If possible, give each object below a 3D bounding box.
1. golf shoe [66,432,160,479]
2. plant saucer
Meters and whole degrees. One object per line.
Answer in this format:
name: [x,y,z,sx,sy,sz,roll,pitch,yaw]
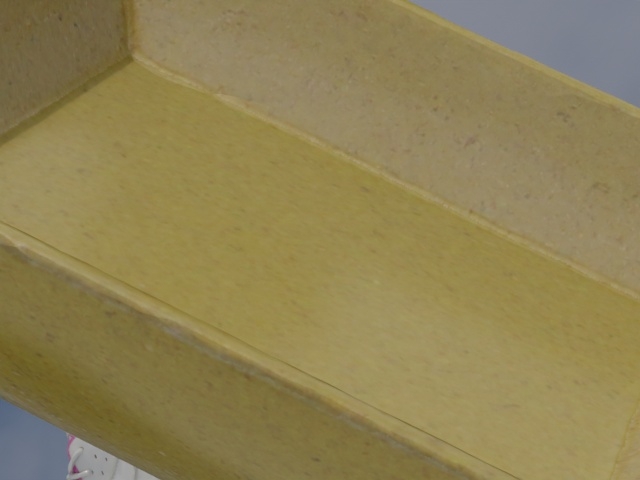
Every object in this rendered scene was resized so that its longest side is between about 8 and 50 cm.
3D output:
golf shoe: [-0.136,0.192,1.437,0.140,0.306,0.115,15,-25,-5]
plant saucer: [0.000,0.000,0.652,0.332,0.333,0.081,27,-65,8]
